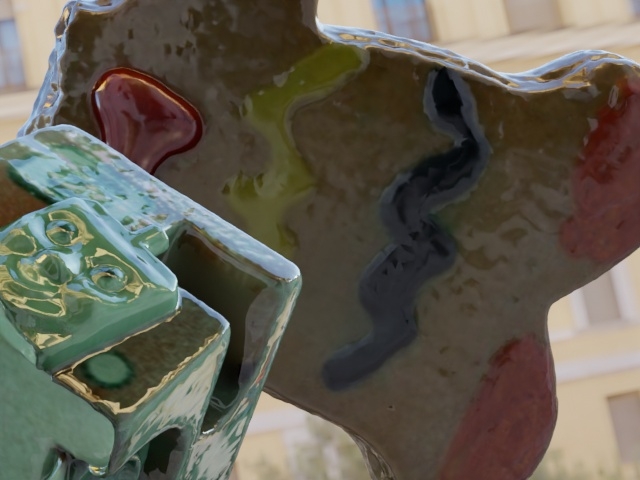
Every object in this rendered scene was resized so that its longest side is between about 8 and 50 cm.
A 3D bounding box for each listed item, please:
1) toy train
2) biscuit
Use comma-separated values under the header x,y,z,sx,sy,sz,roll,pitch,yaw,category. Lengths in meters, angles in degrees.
x,y,z,sx,sy,sz,roll,pitch,yaw,category
-0.119,0.107,0.722,0.159,0.129,0.326,-39,-23,-47,toy train
0.000,0.000,1.155,0.394,0.368,0.076,24,4,-17,biscuit
